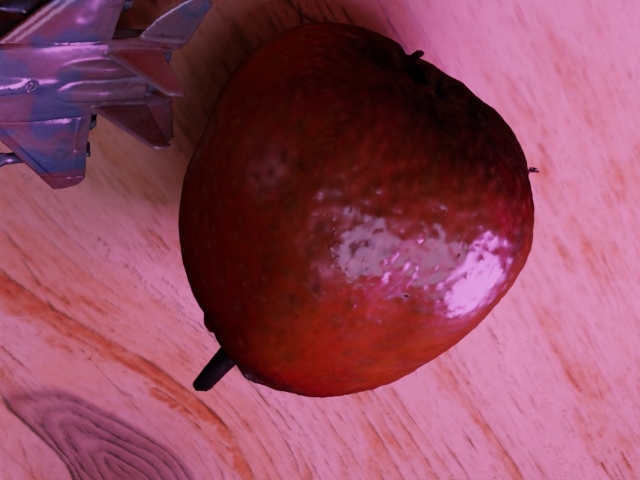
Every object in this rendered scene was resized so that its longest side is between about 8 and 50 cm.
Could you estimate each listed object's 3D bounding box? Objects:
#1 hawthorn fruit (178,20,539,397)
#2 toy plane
[{"bbox_3d":[0.000,0.000,1.573,0.285,0.284,0.369,18,127,-37],"label":"hawthorn fruit"},{"bbox_3d":[-0.247,-0.129,1.457,0.326,0.104,0.223,3,131,-21],"label":"toy plane"}]
